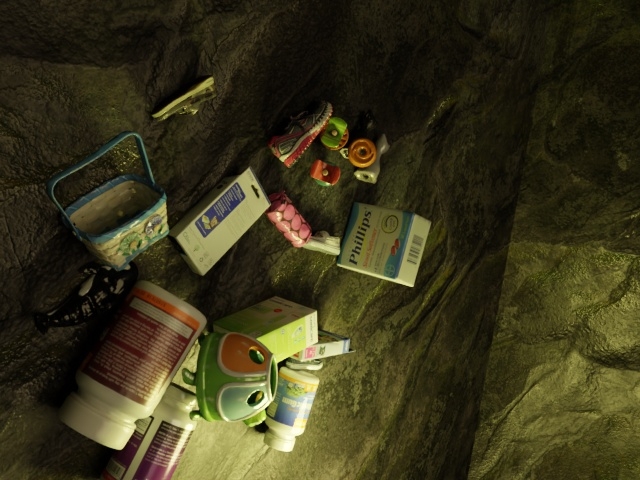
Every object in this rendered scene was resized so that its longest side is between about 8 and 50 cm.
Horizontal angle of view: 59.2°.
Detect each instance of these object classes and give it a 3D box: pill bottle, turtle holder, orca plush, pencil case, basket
[{"bbox_3d":[-0.494,0.323,1.488,0.224,0.223,0.392,48,64,-43],"label":"pill bottle"},{"bbox_3d":[-0.474,0.572,1.607,0.181,0.181,0.323,40,70,-46],"label":"pill bottle"},{"bbox_3d":[-0.242,0.415,1.594,0.243,0.227,0.321,-63,152,-79],"label":"turtle holder"},{"bbox_3d":[-0.577,0.144,1.439,0.287,0.102,0.151,-23,116,-43],"label":"orca plush"},{"bbox_3d":[-0.108,-0.072,1.919,0.098,0.095,0.209,-58,138,-21],"label":"pencil case"},{"bbox_3d":[-0.113,0.610,2.043,0.152,0.152,0.272,23,82,-48],"label":"pill bottle"},{"bbox_3d":[-0.504,-0.094,1.383,0.255,0.201,0.289,-44,139,-30],"label":"basket"}]

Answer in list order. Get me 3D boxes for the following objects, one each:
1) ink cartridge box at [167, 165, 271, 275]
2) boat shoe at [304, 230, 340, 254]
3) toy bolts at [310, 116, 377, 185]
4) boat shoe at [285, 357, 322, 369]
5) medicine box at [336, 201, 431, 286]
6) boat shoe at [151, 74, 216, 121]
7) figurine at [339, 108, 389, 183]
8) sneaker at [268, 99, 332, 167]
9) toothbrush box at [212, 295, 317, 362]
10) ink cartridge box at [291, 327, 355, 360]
[{"bbox_3d":[-0.303,-0.067,1.722,0.333,0.065,0.166,-48,131,-27],"label":"ink cartridge box"},{"bbox_3d":[0.000,0.000,2.078,0.226,0.083,0.076,21,74,-61],"label":"boat shoe"},{"bbox_3d":[0.071,-0.289,1.989,0.229,0.218,0.158,-63,180,4],"label":"toy bolts"},{"bbox_3d":[-0.051,0.439,2.132,0.183,0.065,0.083,12,92,-48],"label":"boat shoe"},{"bbox_3d":[0.243,0.012,2.179,0.149,0.289,0.264,20,85,-51],"label":"medicine box"},{"bbox_3d":[-0.366,-0.381,1.555,0.223,0.080,0.074,-48,127,-35],"label":"boat shoe"},{"bbox_3d":[0.190,-0.363,2.184,0.215,0.092,0.210,52,58,-43],"label":"figurine"},{"bbox_3d":[-0.058,-0.380,1.881,0.112,0.121,0.299,39,56,-8],"label":"sneaker"},{"bbox_3d":[-0.178,0.300,1.849,0.283,0.206,0.122,-17,112,-44],"label":"toothbrush box"},{"bbox_3d":[-0.029,0.370,2.048,0.311,0.185,0.065,6,93,-49],"label":"ink cartridge box"}]
